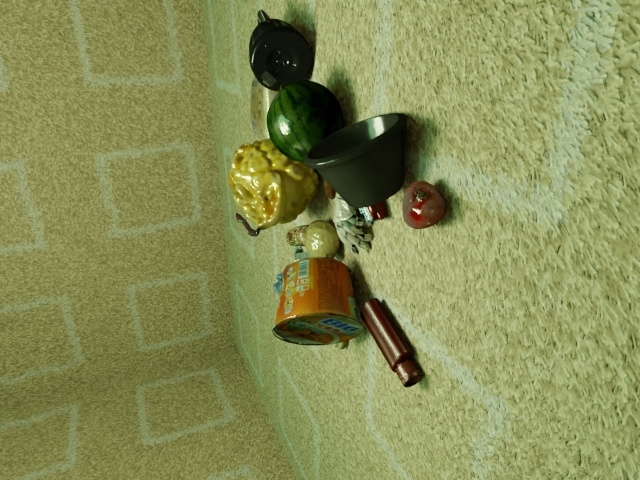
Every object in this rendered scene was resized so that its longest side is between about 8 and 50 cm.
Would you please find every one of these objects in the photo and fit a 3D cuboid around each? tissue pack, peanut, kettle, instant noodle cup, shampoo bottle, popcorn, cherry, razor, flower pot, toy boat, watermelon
[{"bbox_3d":[-0.214,-0.538,1.891,0.215,0.122,0.257,36,134,57],"label":"tissue pack"},{"bbox_3d":[0.000,0.000,1.623,0.159,0.109,0.141,26,96,51],"label":"peanut"},{"bbox_3d":[-0.142,-0.664,1.616,0.207,0.250,0.271,-48,41,26],"label":"kettle"},{"bbox_3d":[-0.008,0.196,1.504,0.296,0.295,0.214,116,158,-56],"label":"instant noodle cup"},{"bbox_3d":[0.200,0.294,1.328,0.102,0.064,0.260,98,152,-43],"label":"shampoo bottle"},{"bbox_3d":[-0.180,-0.178,1.667,0.382,0.348,0.349,-69,9,-25],"label":"popcorn"},{"bbox_3d":[0.232,-0.081,1.050,0.126,0.086,0.106,100,156,-82],"label":"cherry"},{"bbox_3d":[-0.058,0.060,1.870,0.277,0.056,0.111,167,93,-69],"label":"razor"},{"bbox_3d":[0.109,-0.188,1.147,0.166,0.268,0.269,64,164,-21],"label":"flower pot"},{"bbox_3d":[0.130,-0.126,1.299,0.059,0.069,0.173,-44,64,55],"label":"toy boat"},{"bbox_3d":[-0.047,-0.360,1.408,0.242,0.242,0.243,169,90,-68],"label":"watermelon"}]

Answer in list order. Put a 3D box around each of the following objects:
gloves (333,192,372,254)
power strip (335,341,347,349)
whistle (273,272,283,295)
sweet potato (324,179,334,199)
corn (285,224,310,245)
[{"bbox_3d":[0.087,-0.062,1.396,0.127,0.110,0.213,7,99,62],"label":"gloves"},{"bbox_3d":[0.075,0.305,1.683,0.092,0.034,0.268,-123,31,-43],"label":"power strip"},{"bbox_3d":[-0.145,0.221,2.116,0.180,0.093,0.269,58,161,-13],"label":"whistle"},{"bbox_3d":[0.046,-0.220,1.485,0.078,0.058,0.255,52,156,11],"label":"sweet potato"},{"bbox_3d":[-0.082,-0.017,1.859,0.253,0.086,0.086,174,85,-70],"label":"corn"}]
